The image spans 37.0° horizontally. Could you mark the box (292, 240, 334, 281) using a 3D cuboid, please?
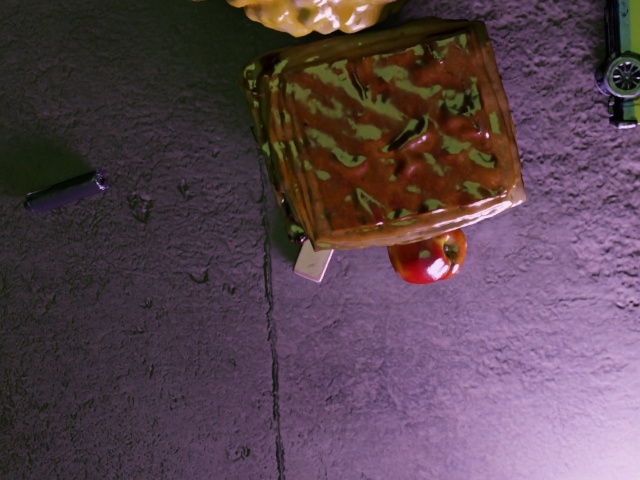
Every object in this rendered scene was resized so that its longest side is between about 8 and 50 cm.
[{"bbox_3d":[0.000,0.000,1.345,0.048,0.025,0.115,21,103,1],"label":"box"}]

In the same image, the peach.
[{"bbox_3d":[0.141,0.010,1.289,0.100,0.101,0.101,2,100,10],"label":"peach"}]

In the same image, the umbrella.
[{"bbox_3d":[-0.373,-0.069,1.401,0.133,0.031,0.036,-16,95,14],"label":"umbrella"}]

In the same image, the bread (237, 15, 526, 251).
[{"bbox_3d":[0.084,-0.143,1.232,0.324,0.167,0.277,-12,107,17],"label":"bread"}]

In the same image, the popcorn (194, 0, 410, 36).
[{"bbox_3d":[-0.025,-0.403,1.156,0.381,0.349,0.349,3,103,50],"label":"popcorn"}]

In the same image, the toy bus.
[{"bbox_3d":[0.424,-0.284,1.159,0.175,0.138,0.288,-3,99,12],"label":"toy bus"}]
